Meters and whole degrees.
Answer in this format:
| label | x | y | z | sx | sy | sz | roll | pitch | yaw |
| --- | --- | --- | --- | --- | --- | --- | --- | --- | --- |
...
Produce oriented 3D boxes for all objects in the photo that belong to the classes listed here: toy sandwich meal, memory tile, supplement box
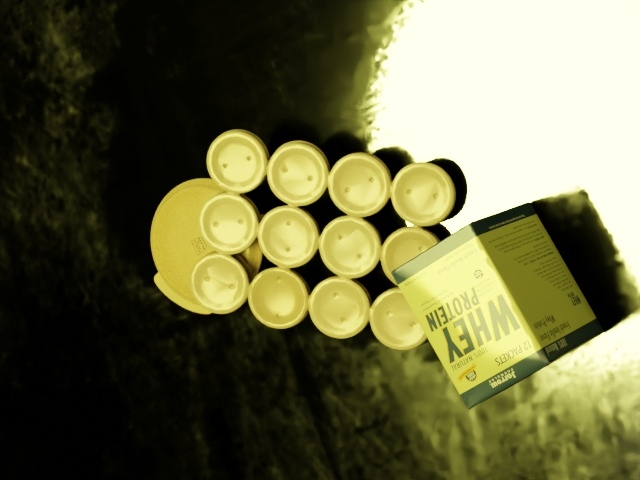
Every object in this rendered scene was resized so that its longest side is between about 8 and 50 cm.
| label | x | y | z | sx | sy | sz | roll | pitch | yaw |
| --- | --- | --- | --- | --- | --- | --- | --- | --- | --- |
| toy sandwich meal | -0.066 | 0.003 | 1.052 | 0.085 | 0.029 | 0.085 | 3 | 97 | 26 |
| memory tile | 0.000 | 0.000 | 1.004 | 0.148 | 0.012 | 0.113 | 11 | 104 | 12 |
| supplement box | 0.096 | 0.033 | 0.934 | 0.056 | 0.083 | 0.083 | -33 | 83 | 30 |
